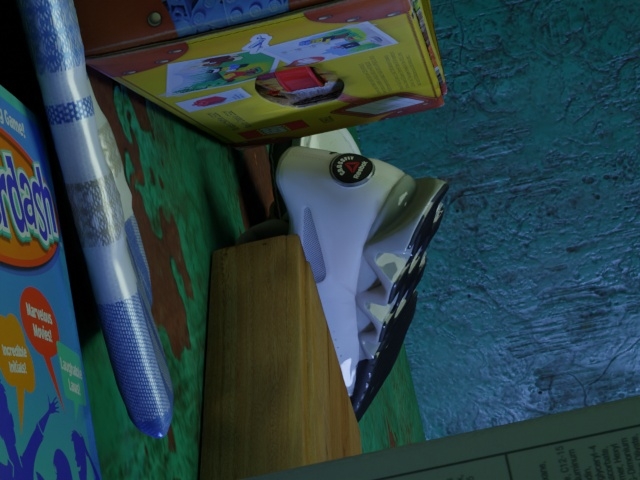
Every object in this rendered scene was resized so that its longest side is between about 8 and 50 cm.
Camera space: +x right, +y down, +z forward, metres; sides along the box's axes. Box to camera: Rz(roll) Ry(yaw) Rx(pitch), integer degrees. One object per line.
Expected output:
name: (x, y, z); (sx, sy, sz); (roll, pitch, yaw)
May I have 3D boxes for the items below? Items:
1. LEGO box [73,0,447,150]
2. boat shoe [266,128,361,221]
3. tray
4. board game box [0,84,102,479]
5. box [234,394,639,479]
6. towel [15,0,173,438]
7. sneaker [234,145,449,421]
LEGO box: (-0.049, -0.282, 1.082); (0.500, 0.193, 0.372); (21, 57, -83)
boat shoe: (-0.002, 0.003, 1.442); (0.109, 0.091, 0.305); (-56, 143, -35)
tray: (-0.017, 0.195, 1.028); (0.411, 0.076, 0.202); (-91, 167, -55)
board game box: (-0.121, 0.041, 0.512); (0.160, 0.047, 0.210); (50, 27, -76)
box: (0.061, 0.166, 0.682); (0.121, 0.311, 0.148); (61, 18, -68)
towel: (-0.109, -0.075, 0.681); (0.209, 0.034, 0.285); (-137, -146, -75)
sneaker: (-0.002, 0.049, 1.265); (0.122, 0.146, 0.330); (-55, 164, -45)
